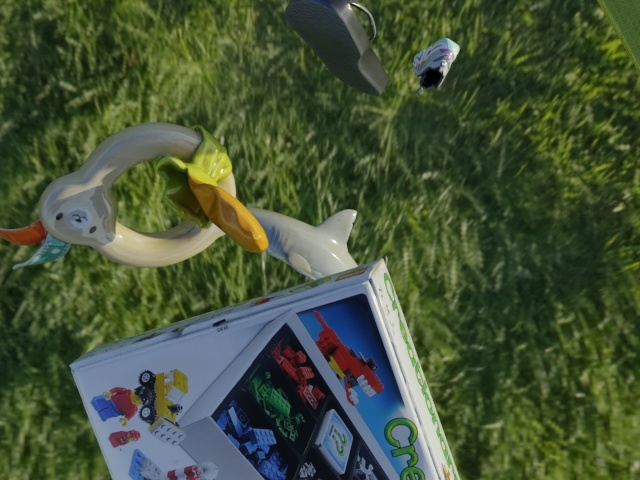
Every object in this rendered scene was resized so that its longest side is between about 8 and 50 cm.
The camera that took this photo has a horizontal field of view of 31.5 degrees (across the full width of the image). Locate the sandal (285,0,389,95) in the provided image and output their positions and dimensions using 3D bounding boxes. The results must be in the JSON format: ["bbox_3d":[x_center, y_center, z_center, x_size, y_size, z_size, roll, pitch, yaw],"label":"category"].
[{"bbox_3d":[0.025,-0.235,1.287,0.097,0.254,0.054,27,87,14],"label":"sandal"}]

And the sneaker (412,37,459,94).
[{"bbox_3d":[0.133,-0.209,1.430,0.038,0.098,0.069,29,69,-9],"label":"sneaker"}]

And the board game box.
[{"bbox_3d":[-0.006,0.183,0.678,0.193,0.053,0.305,-17,97,15],"label":"board game box"}]

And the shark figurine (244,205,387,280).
[{"bbox_3d":[0.025,0.015,1.538,0.278,0.166,0.116,31,90,-39],"label":"shark figurine"}]

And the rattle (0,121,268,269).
[{"bbox_3d":[-0.151,0.002,0.849,0.200,0.130,0.142,-15,54,-11],"label":"rattle"}]

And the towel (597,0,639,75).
[{"bbox_3d":[0.216,-0.108,0.601,0.102,0.021,0.237,-23,68,0],"label":"towel"}]
